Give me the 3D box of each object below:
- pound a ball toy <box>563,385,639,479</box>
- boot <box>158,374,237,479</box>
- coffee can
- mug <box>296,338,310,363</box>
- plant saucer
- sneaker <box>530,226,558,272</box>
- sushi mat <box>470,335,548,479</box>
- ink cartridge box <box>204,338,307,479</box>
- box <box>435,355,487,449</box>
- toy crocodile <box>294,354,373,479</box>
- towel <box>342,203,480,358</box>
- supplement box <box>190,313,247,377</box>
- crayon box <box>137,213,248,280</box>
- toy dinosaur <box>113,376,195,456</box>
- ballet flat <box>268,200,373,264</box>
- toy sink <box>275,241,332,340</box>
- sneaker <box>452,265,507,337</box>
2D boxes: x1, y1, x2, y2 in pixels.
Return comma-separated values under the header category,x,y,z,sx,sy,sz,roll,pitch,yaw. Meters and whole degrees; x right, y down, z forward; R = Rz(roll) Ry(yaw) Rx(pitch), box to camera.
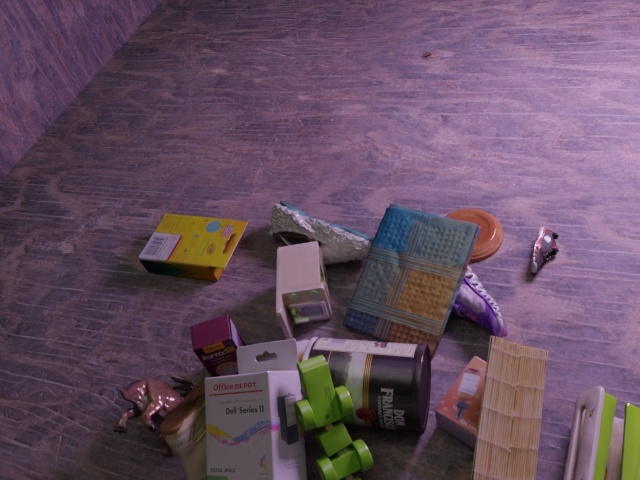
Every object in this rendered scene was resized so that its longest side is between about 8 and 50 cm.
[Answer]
category,x,y,z,sx,sy,sz,roll,pitch,yaw
pound a ball toy,0.596,0.489,1.159,0.208,0.135,0.319,25,56,3
boot,-0.257,0.460,1.391,0.095,0.203,0.262,-14,12,26
coffee can,0.111,0.335,1.365,0.276,0.201,0.201,1,50,18
mug,-0.049,0.302,1.549,0.064,0.078,0.062,-22,14,-16
plant saucer,0.434,-0.024,1.705,0.200,0.037,0.199,-8,47,9
sneaker,0.620,0.026,1.594,0.065,0.061,0.157,16,56,20
sushi mat,0.412,0.374,1.254,0.152,0.019,0.316,18,71,-15
ink cartridge box,-0.150,0.403,1.295,0.207,0.119,0.353,-15,71,34
box,0.364,0.378,1.329,0.130,0.091,0.170,27,61,33
toy crocodile,0.021,0.414,1.255,0.115,0.340,0.105,-20,5,-18
towel,0.240,0.099,1.554,0.272,0.040,0.370,17,81,26
supplement box,-0.257,0.288,1.521,0.104,0.188,0.080,-18,47,0
crayon box,-0.399,0.021,1.874,0.319,0.081,0.202,6,51,22
toy dinosaur,-0.390,0.399,1.444,0.127,0.296,0.200,-28,37,33
ballet flat,0.000,0.000,1.770,0.409,0.147,0.147,24,59,35
toy sink,-0.043,0.143,1.615,0.131,0.152,0.234,-9,47,8
sneaker,0.395,0.173,1.511,0.105,0.095,0.236,-27,42,0
